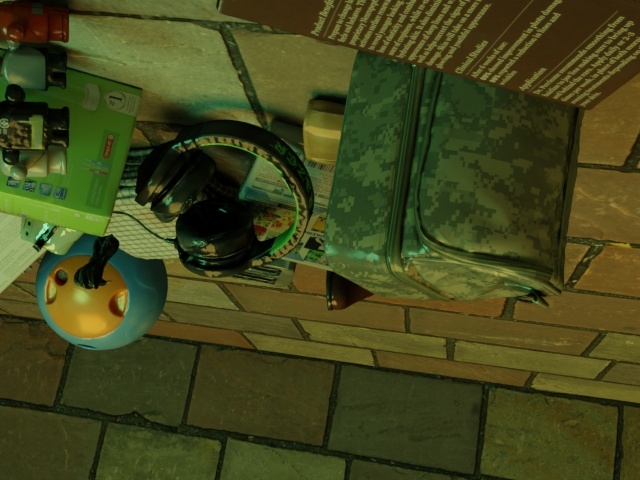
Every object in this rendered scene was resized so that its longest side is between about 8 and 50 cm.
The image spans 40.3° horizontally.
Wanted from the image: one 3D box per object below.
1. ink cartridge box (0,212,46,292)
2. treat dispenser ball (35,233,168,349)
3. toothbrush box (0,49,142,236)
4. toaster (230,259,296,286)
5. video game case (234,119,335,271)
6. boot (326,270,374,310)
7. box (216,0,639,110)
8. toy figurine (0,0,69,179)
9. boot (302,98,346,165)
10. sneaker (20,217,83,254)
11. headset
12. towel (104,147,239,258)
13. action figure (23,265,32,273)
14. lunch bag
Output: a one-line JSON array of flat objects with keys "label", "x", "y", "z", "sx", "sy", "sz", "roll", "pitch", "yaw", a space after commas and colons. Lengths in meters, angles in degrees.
[{"label": "ink cartridge box", "x": -0.678, "y": -0.064, "z": 1.592, "sx": 0.308, "sy": 0.091, "sz": 0.385, "roll": -41, "pitch": 134, "yaw": 8}, {"label": "treat dispenser ball", "x": -0.488, "y": 0.100, "z": 1.955, "sx": 0.288, "sy": 0.288, "sz": 0.288, "roll": 9, "pitch": 163, "yaw": 3}, {"label": "toothbrush box", "x": -0.424, "y": -0.146, "z": 1.264, "sx": 0.283, "sy": 0.206, "sz": 0.122, "roll": 14, "pitch": 163, "yaw": -16}, {"label": "toaster", "x": -0.121, "y": 0.017, "z": 1.785, "sx": 0.185, "sy": 0.110, "sz": 0.168, "roll": 12, "pitch": 164, "yaw": -7}, {"label": "video game case", "x": 0.028, "y": -0.050, "z": 1.448, "sx": 0.329, "sy": 0.036, "sz": 0.300, "roll": 14, "pitch": 141, "yaw": -15}, {"label": "boot", "x": 0.168, "y": 0.081, "z": 1.704, "sx": 0.280, "sy": 0.096, "sz": 0.264, "roll": 4, "pitch": -169, "yaw": 22}, {"label": "box", "x": 0.115, "y": -0.249, "z": 0.758, "sx": 0.381, "sy": 0.143, "sz": 0.191, "roll": 11, "pitch": 163, "yaw": -11}, {"label": "toy figurine", "x": -0.396, "y": -0.187, "z": 1.105, "sx": 0.148, "sy": 0.213, "sz": 0.209, "roll": 0, "pitch": 169, "yaw": -18}, {"label": "boot", "x": 0.117, "y": -0.117, "z": 1.277, "sx": 0.269, "sy": 0.089, "sz": 0.236, "roll": 7, "pitch": 152, "yaw": 6}, {"label": "sneaker", "x": -0.501, "y": -0.084, "z": 1.471, "sx": 0.256, "sy": 0.151, "sz": 0.094, "roll": 39, "pitch": -164, "yaw": 4}, {"label": "headset", "x": -0.203, "y": -0.031, "z": 1.345, "sx": 0.394, "sy": 0.185, "sz": 0.243, "roll": -17, "pitch": 121, "yaw": 27}, {"label": "towel", "x": -0.297, "y": -0.072, "z": 1.582, "sx": 0.283, "sy": 0.121, "sz": 0.235, "roll": -5, "pitch": 151, "yaw": 26}, {"label": "action figure", "x": -0.757, "y": -0.055, "z": 1.897, "sx": 0.276, "sy": 0.248, "sz": 0.370, "roll": 48, "pitch": 163, "yaw": 25}, {"label": "lunch bag", "x": 0.169, "y": -0.082, "z": 0.997, "sx": 0.256, "sy": 0.305, "sz": 0.212, "roll": 4, "pitch": 165, "yaw": 30}]
